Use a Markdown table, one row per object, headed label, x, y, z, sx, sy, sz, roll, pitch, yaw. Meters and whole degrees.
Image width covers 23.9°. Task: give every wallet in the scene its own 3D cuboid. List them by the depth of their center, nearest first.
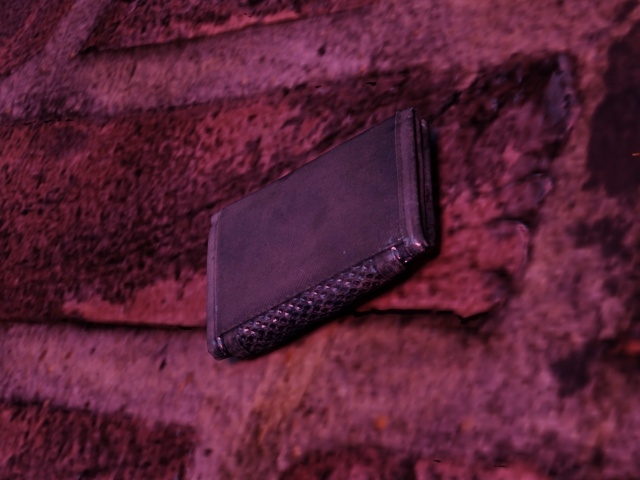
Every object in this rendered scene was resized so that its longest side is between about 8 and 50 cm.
| label | x | y | z | sx | sy | sz | roll | pitch | yaw |
| --- | --- | --- | --- | --- | --- | --- | --- | --- | --- |
| wallet | 0.000 | 0.000 | 0.700 | 0.129 | 0.026 | 0.088 | -28 | 45 | 31 |

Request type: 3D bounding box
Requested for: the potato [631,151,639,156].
| label | x | y | z | sx | sy | sz | roll | pitch | yaw |
| --- | --- | --- | --- | --- | --- | --- | --- | --- | --- |
| potato | 0.204 | -0.076 | 0.450 | 0.251 | 0.113 | 0.149 | -28 | 44 | 30 |
